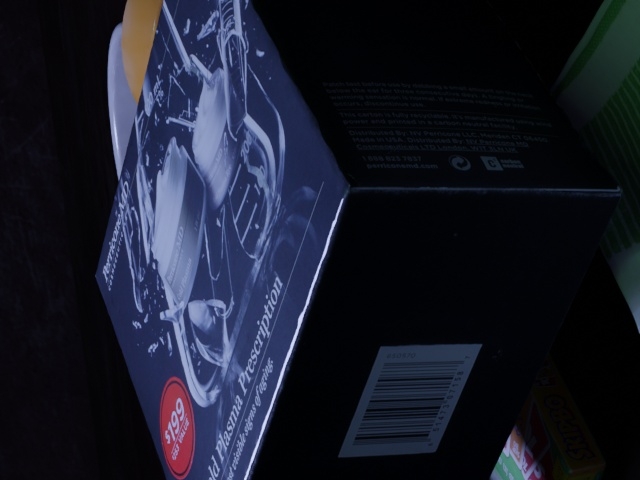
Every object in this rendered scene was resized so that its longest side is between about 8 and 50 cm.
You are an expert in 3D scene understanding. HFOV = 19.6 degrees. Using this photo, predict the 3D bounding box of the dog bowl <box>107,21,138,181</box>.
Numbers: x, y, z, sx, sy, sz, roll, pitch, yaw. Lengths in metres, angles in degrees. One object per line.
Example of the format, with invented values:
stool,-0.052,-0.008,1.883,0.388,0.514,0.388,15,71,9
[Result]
dog bowl,-0.161,-0.102,2.118,0.349,0.102,0.349,171,90,-74

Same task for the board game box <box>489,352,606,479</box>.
board game box,0.147,0.194,1.348,0.259,0.039,0.124,93,160,-47

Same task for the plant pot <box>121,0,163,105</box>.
plant pot,-0.026,-0.154,1.477,0.188,0.205,0.205,19,119,55

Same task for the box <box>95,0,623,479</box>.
box,0.000,0.000,1.210,0.312,0.179,0.343,-116,34,-44

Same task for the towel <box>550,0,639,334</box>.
towel,0.213,0.001,0.987,0.248,0.038,0.325,113,144,-61
